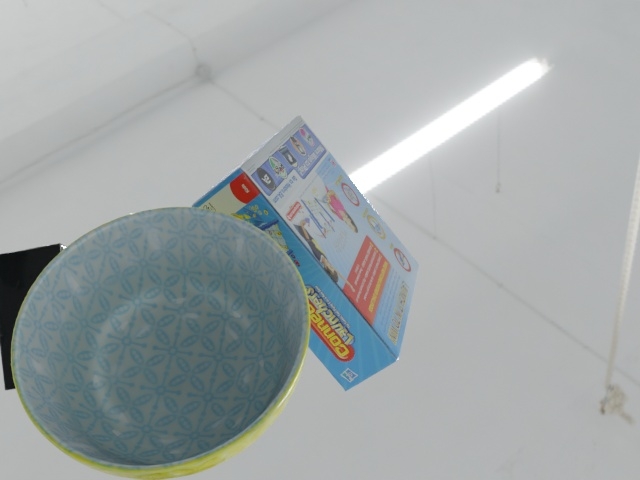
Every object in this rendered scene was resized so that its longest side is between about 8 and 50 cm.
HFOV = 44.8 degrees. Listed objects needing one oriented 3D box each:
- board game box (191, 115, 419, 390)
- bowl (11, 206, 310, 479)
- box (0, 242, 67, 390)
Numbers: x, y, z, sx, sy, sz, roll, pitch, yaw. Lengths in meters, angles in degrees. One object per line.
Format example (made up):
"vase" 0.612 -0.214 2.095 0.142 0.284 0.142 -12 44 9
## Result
"board game box" 0.000 0.000 1.063 0.086 0.302 0.308 -35 -171 22
"bowl" -0.152 0.124 0.807 0.290 0.156 0.289 0 -126 0
"box" -0.384 0.113 1.141 0.103 0.261 0.184 -11 -95 -5
